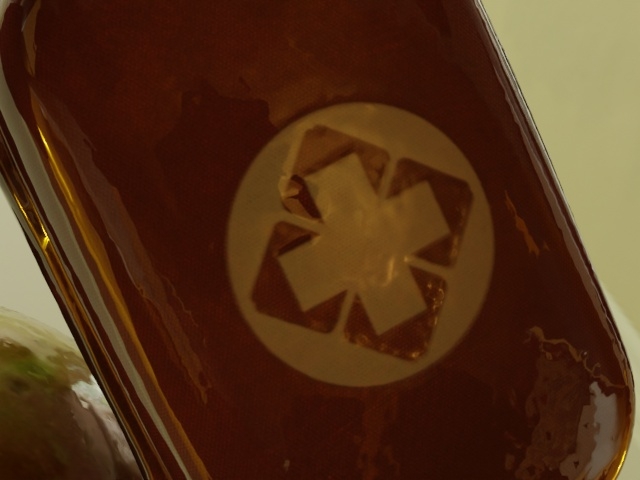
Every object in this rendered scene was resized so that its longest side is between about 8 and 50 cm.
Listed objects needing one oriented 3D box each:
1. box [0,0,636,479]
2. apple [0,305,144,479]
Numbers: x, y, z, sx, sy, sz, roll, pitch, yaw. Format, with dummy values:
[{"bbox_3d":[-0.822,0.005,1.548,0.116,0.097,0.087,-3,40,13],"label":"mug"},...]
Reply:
[{"bbox_3d":[0.000,0.000,0.596,0.263,0.108,0.404,-28,-81,-17],"label":"box"},{"bbox_3d":[-0.282,0.215,0.774,0.374,0.374,0.384,34,-122,2],"label":"apple"}]
